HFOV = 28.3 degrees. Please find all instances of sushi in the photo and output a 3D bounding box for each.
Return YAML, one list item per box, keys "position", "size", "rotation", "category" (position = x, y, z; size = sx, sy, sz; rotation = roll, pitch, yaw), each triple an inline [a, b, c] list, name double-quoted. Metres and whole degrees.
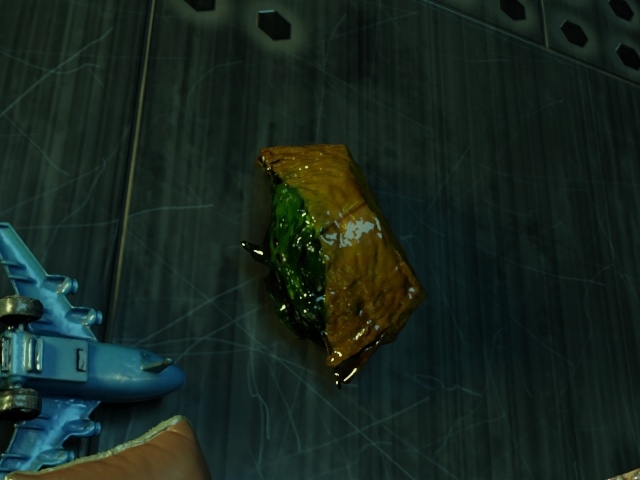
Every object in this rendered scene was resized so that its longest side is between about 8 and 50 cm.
- position: [0.001, 0.000, 1.295]
  size: [0.287, 0.140, 0.149]
  rotation: [63, 13, 18]
  category: "sushi"

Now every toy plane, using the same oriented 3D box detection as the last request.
- position: [-0.237, 0.108, 1.089]
  size: [0.271, 0.105, 0.254]
  rotation: [5, 71, -25]
  category: "toy plane"

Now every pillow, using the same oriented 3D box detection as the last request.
- position: [-0.159, 0.250, 1.053]
  size: [0.179, 0.075, 0.171]
  rotation: [-14, 75, -36]
  category: "pillow"

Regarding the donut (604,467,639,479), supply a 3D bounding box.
- position: [0.289, 0.278, 1.234]
  size: [0.199, 0.233, 0.085]
  rotation: [-19, 71, 4]
  category: "donut"
